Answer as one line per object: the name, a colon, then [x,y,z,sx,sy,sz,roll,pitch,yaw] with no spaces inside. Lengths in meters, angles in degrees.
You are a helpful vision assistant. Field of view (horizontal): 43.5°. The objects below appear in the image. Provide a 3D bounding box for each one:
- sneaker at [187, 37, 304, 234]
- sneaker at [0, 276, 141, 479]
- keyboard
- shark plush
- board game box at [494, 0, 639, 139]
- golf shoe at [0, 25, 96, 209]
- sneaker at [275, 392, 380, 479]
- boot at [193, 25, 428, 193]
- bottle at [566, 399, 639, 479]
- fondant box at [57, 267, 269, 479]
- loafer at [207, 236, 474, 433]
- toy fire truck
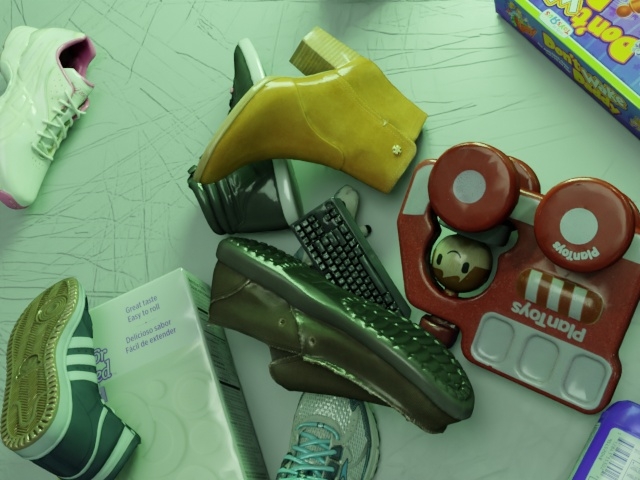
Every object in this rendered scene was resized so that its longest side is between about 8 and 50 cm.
sneaker: [-0.124,-0.140,1.112,0.147,0.104,0.296,-15,73,7]
sneaker: [-0.296,0.177,0.974,0.099,0.153,0.282,-29,36,10]
keyboard: [0.025,0.046,1.013,0.108,0.023,0.180,-34,85,20]
shark plush: [0.000,0.000,1.073,0.161,0.073,0.067,-55,41,12]
board game box: [0.420,-0.280,1.006,0.233,0.078,0.347,-40,66,1]
golf shoe: [-0.424,-0.197,1.225,0.140,0.115,0.306,-2,73,13]
sneaker: [-0.003,0.286,0.922,0.110,0.122,0.283,2,70,18]
boot: [0.002,-0.123,1.009,0.211,0.104,0.295,40,64,-3]
bottle: [0.296,0.313,0.837,0.118,0.092,0.283,28,83,13]
fondant box: [-0.219,0.235,1.024,0.238,0.096,0.330,-24,66,8]
loafer: [0.012,0.126,0.944,0.366,0.134,0.130,31,102,29]
toy fire truck: [0.222,0.034,0.931,0.302,0.169,0.254,21,98,23]
